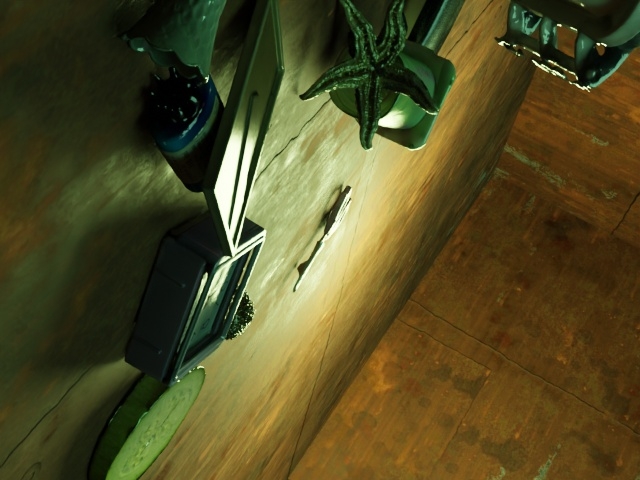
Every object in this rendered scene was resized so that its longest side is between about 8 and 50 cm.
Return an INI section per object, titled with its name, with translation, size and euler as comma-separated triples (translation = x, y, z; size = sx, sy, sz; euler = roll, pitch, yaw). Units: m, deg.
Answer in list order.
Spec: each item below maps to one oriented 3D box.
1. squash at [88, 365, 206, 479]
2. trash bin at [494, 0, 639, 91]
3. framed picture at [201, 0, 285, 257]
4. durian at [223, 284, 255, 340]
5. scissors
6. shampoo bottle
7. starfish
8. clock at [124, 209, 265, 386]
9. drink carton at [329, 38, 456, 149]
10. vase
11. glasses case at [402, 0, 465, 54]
[squash]
translation = -0.241, 0.254, 1.419
size = 0.219, 0.041, 0.219
euler = -52, 167, -18
[trash bin]
translation = 0.163, -0.338, 0.909
size = 0.296, 0.367, 0.256
euler = -61, -152, 15
[framed picture]
translation = -0.076, -0.127, 1.103
size = 0.184, 0.016, 0.250
euler = 86, 17, -69
[durian]
translation = -0.130, 0.095, 1.430
size = 0.080, 0.080, 0.091
euler = -56, 150, -21
[scissors]
translation = 0.001, 0.000, 1.839
size = 0.212, 0.021, 0.110
euler = -58, 170, -15
[shampoo bottle]
translation = -0.127, -0.113, 1.025
size = 0.087, 0.050, 0.183
euler = -63, 168, -12
[starfish]
translation = 0.055, -0.219, 1.361
size = 0.053, 0.175, 0.208
euler = -131, -155, -72
[clock]
translation = -0.152, 0.065, 1.263
size = 0.144, 0.073, 0.193
euler = -39, 155, -61
[drink carton]
translation = 0.089, -0.221, 1.475
size = 0.142, 0.144, 0.146
euler = -2, 117, -64
[vase]
translation = -0.099, -0.216, 0.867
size = 0.149, 0.081, 0.081
euler = -65, 168, -2
[glasses case]
translation = 0.174, -0.363, 1.613
size = 0.314, 0.075, 0.122
euler = -64, 165, 15
